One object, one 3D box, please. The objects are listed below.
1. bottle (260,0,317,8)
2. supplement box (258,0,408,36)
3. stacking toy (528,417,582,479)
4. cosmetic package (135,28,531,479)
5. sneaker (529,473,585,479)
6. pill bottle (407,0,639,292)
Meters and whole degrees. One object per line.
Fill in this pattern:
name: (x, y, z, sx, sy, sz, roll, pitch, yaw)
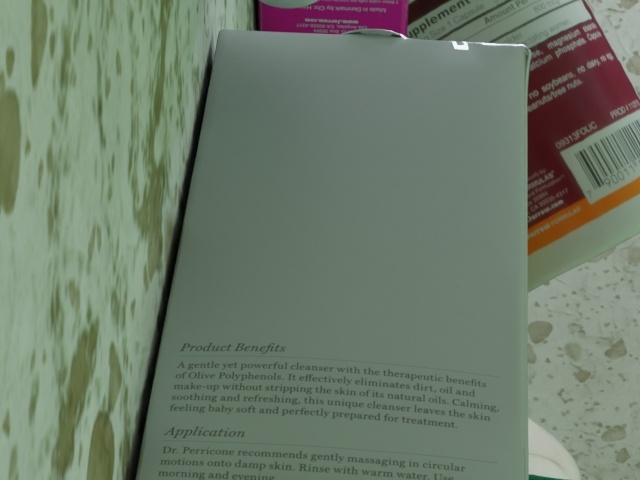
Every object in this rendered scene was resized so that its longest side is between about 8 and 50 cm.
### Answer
bottle: (-0.024, -0.209, 0.955, 0.283, 0.092, 0.118, 81, 13, -73)
supplement box: (0.011, -0.159, 1.414, 0.220, 0.114, 0.111, 92, 3, -45)
stacking toy: (0.100, 0.434, 2.365, 0.350, 0.351, 0.479, -73, -178, -75)
cosmetic package: (0.018, 0.051, 1.036, 0.365, 0.197, 0.155, -81, 174, -46)
sneaker: (0.212, 0.313, 1.734, 0.295, 0.124, 0.178, -107, -156, -76)
pill bottle: (0.156, -0.156, 1.729, 0.392, 0.224, 0.224, 61, 2, 3)
